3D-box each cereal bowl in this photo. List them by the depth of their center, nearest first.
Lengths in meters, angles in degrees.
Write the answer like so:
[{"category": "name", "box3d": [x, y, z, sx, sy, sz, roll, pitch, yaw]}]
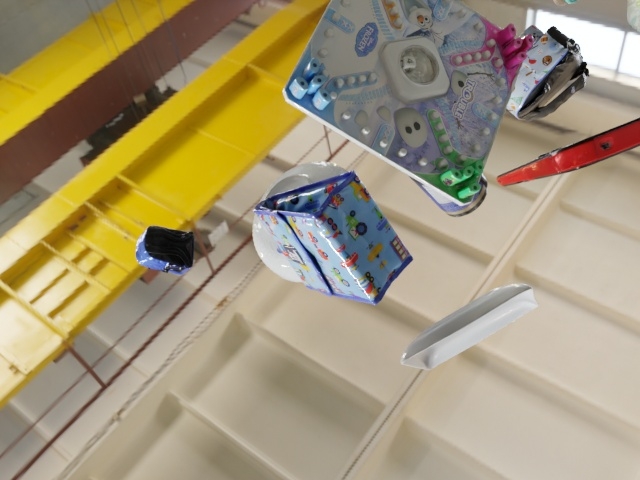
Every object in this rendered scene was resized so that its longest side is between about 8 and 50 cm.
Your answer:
[{"category": "cereal bowl", "box3d": [-0.049, -0.070, 1.768, 0.339, 0.141, 0.339, -18, -126, 27]}]

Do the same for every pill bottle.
[{"category": "pill bottle", "box3d": [0.264, -0.156, 1.476, 0.123, 0.219, 0.122, -28, -138, 28]}]

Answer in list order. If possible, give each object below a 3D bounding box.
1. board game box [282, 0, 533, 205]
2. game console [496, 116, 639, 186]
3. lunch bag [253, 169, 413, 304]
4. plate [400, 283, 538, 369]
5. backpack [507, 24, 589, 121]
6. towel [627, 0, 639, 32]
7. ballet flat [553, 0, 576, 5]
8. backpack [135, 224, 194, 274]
[{"category": "board game box", "box3d": [0.180, -0.318, 1.224, 0.390, 0.050, 0.390, 29, -112, -11]}, {"category": "game console", "box3d": [0.631, -0.223, 1.527, 0.387, 0.342, 0.060, -21, -87, -11]}, {"category": "lunch bag", "box3d": [0.000, 0.000, 1.350, 0.138, 0.221, 0.293, -47, -156, -28]}, {"category": "plate", "box3d": [0.298, 0.169, 1.343, 0.277, 0.278, 0.045, -32, -111, 11]}, {"category": "backpack", "box3d": [0.650, -0.501, 2.042, 0.213, 0.276, 0.263, 42, -75, 26]}, {"category": "towel", "box3d": [0.732, -0.469, 1.245, 0.090, 0.320, 0.374, -33, -128, -10]}, {"category": "ballet flat", "box3d": [0.381, -0.474, 0.902, 0.106, 0.107, 0.316, 41, -72, 30]}, {"category": "backpack", "box3d": [-0.363, 0.027, 1.543, 0.101, 0.120, 0.098, -34, -129, 40]}]
